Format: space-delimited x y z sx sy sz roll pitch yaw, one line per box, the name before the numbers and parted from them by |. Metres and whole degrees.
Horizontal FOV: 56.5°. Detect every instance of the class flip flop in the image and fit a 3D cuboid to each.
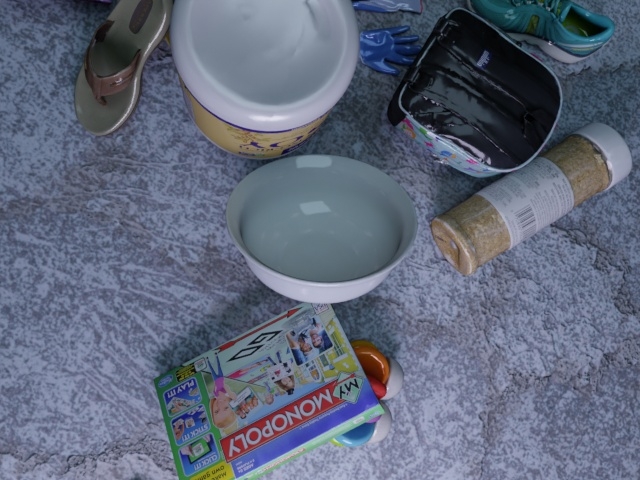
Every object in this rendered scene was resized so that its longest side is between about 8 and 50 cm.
flip flop | -0.319 -0.285 0.930 0.112 0.080 0.277 41 117 0

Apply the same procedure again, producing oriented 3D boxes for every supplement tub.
supplement tub | -0.089 -0.251 0.884 0.241 0.331 0.240 0 88 -9

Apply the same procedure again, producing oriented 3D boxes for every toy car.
toy car | 0.058 0.258 0.988 0.159 0.136 0.181 17 85 -8

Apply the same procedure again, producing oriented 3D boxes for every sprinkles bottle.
sprinkles bottle | 0.372 -0.076 1.056 0.356 0.121 0.121 -30 93 -9

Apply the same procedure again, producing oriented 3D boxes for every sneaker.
sneaker | 0.400 -0.417 1.079 0.276 0.110 0.106 17 86 -7

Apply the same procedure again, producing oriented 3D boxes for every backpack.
backpack | 0.262 -0.230 1.009 0.254 0.191 0.225 31 86 1

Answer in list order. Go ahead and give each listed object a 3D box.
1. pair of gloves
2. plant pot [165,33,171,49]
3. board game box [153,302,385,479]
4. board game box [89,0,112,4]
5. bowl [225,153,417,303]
pair of gloves | 0.109 -0.401 1.077 0.159 0.023 0.198 5 88 -9
plant pot | -0.176 -0.459 0.945 0.187 0.212 0.212 -28 91 -28
board game box | -0.088 0.242 0.931 0.317 0.046 0.213 -28 54 0
board game box | -0.412 -0.549 0.884 0.208 0.056 0.346 2 103 -22
bowl | 0.000 0.000 0.961 0.298 0.134 0.297 1 45 -1
